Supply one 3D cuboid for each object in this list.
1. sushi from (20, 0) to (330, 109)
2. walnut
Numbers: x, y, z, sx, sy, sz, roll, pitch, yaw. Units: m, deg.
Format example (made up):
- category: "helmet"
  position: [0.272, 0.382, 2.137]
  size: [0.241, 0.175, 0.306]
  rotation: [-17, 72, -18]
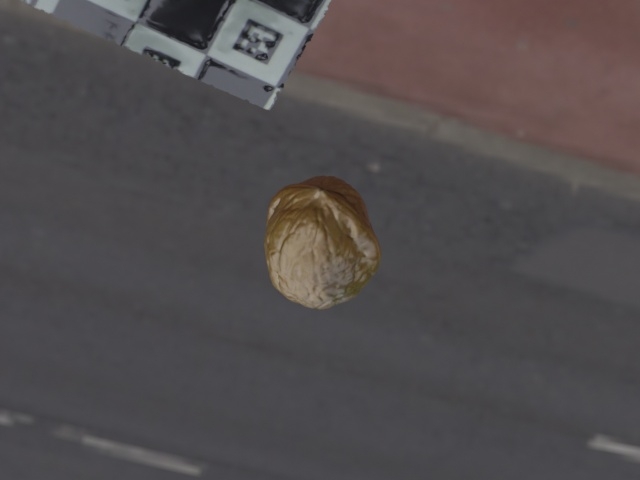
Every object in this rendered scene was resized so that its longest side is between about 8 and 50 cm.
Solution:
- category: "sushi"
  position: [-0.117, -0.282, 1.467]
  size: [0.343, 0.064, 0.359]
  rotation: [24, 123, -13]
- category: "walnut"
  position: [0.000, 0.000, 1.662]
  size: [0.105, 0.105, 0.124]
  rotation: [10, 144, 7]
